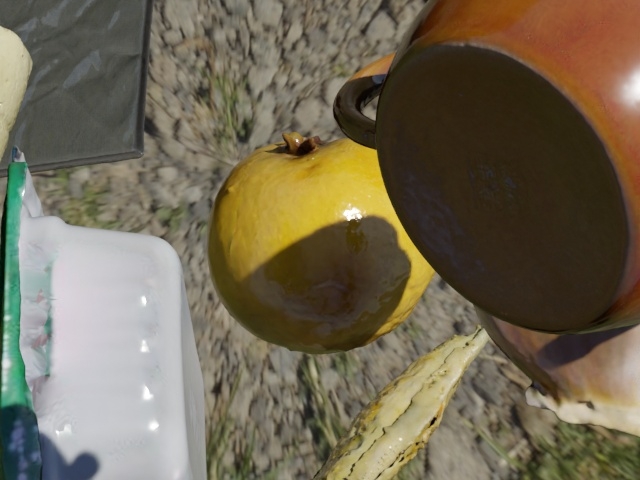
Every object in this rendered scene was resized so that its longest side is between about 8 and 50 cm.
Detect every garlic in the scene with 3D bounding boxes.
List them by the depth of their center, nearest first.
[{"bbox_3d":[0.170,-0.020,0.917,0.148,0.128,0.266,11,120,15],"label":"garlic"}]

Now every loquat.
[{"bbox_3d":[0.000,0.000,1.252,0.208,0.208,0.208,0,93,-3],"label":"loquat"}]

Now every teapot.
[{"bbox_3d":[0.078,-0.038,0.400,0.116,0.173,0.116,-15,111,-44],"label":"teapot"}]

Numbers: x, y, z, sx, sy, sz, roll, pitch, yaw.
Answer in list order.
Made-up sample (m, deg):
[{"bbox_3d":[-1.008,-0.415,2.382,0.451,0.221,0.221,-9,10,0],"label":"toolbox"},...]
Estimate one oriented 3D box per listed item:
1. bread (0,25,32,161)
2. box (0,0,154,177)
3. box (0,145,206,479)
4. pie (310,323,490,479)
[{"bbox_3d":[-0.331,-0.125,1.207,0.148,0.134,0.141,32,62,-41],"label":"bread"},{"bbox_3d":[-0.361,-0.214,1.504,0.204,0.345,0.251,16,108,32],"label":"box"},{"bbox_3d":[-0.133,0.119,0.928,0.106,0.336,0.264,-4,62,-1],"label":"box"},{"bbox_3d":[0.075,0.181,1.398,0.068,0.128,0.282,46,53,2],"label":"pie"}]
